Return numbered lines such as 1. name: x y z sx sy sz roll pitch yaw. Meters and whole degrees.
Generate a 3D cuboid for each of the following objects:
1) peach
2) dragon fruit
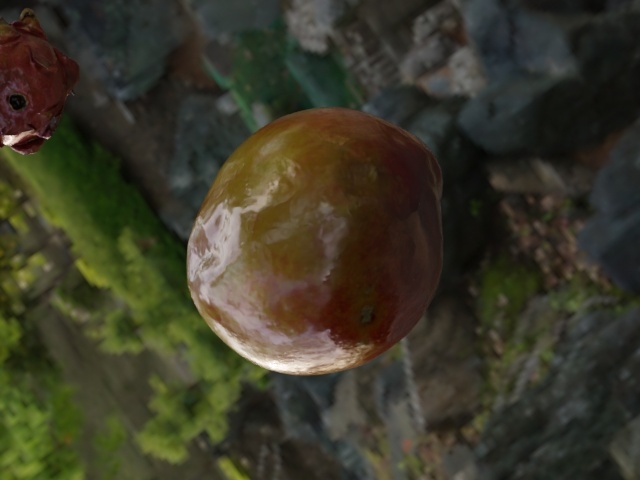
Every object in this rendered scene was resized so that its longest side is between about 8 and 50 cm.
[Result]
1. peach: 0.001 0.001 0.562 0.101 0.100 0.101 53 172 11
2. dragon fruit: -0.264 -0.136 1.331 0.112 0.126 0.068 49 161 -7
